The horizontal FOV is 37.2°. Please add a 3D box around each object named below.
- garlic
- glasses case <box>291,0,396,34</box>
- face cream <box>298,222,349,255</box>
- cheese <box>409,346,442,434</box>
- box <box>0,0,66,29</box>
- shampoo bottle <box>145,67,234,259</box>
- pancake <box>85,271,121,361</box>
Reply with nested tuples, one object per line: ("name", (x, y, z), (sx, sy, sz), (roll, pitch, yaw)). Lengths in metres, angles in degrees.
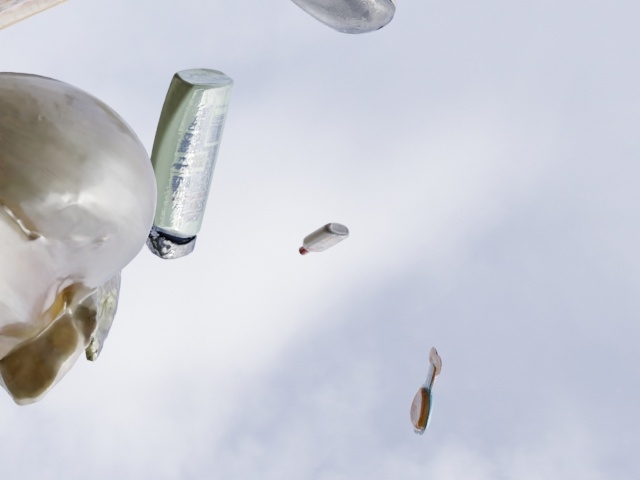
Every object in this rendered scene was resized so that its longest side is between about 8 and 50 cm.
("garlic", (-0.258, -0.003, 0.760), (0.279, 0.325, 0.132), (-40, -119, -15))
("glasses case", (-0.004, -0.403, 1.432), (0.122, 0.314, 0.075), (-9, -116, 38))
("face cream", (0.000, 0.000, 1.235), (0.083, 0.040, 0.021), (-31, -123, 48))
("cheese", (0.120, 0.173, 1.077), (0.047, 0.017, 0.111), (-120, -142, -59))
("box", (-0.399, -0.368, 1.021), (0.283, 0.259, 0.214), (-30, -144, -17))
("shampoo bottle", (-0.252, -0.130, 1.718), (0.078, 0.134, 0.359), (38, -55, 33))
("pancake", (-0.280, 0.041, 1.163), (0.029, 0.235, 0.212), (3, -112, 5))
